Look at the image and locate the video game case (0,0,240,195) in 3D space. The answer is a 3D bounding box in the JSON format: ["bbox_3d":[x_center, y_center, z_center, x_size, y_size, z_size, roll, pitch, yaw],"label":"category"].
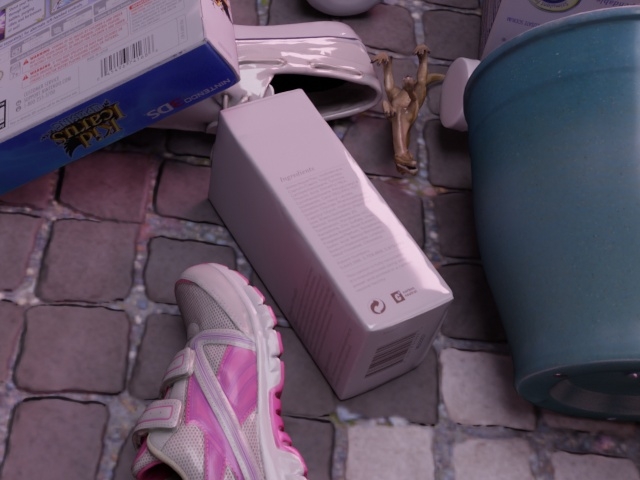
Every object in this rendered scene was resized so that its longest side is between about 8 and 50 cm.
[{"bbox_3d":[-0.205,-0.182,0.887,0.270,0.061,0.244,-22,55,17],"label":"video game case"}]

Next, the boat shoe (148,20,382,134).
[{"bbox_3d":[-0.069,-0.133,0.951,0.268,0.096,0.088,-9,52,-27],"label":"boat shoe"}]

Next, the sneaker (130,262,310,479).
[{"bbox_3d":[-0.082,0.125,0.748,0.111,0.103,0.252,-5,55,-17],"label":"sneaker"}]

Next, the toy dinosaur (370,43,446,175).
[{"bbox_3d":[0.081,-0.134,0.983,0.053,0.092,0.183,2,40,17],"label":"toy dinosaur"}]

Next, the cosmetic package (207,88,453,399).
[{"bbox_3d":[0.000,0.000,0.849,0.086,0.117,0.231,-20,62,-25],"label":"cosmetic package"}]

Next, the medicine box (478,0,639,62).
[{"bbox_3d":[0.262,-0.324,1.029,0.149,0.289,0.263,11,53,-1],"label":"medicine box"}]

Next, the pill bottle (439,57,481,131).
[{"bbox_3d":[0.197,-0.124,0.986,0.160,0.087,0.087,9,53,-16],"label":"pill bottle"}]

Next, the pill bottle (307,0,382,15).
[{"bbox_3d":[0.015,-0.332,1.101,0.103,0.103,0.184,-3,55,-13],"label":"pill bottle"}]

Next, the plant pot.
[{"bbox_3d":[0.243,0.000,0.823,0.272,0.271,0.255,8,68,-6],"label":"plant pot"}]
